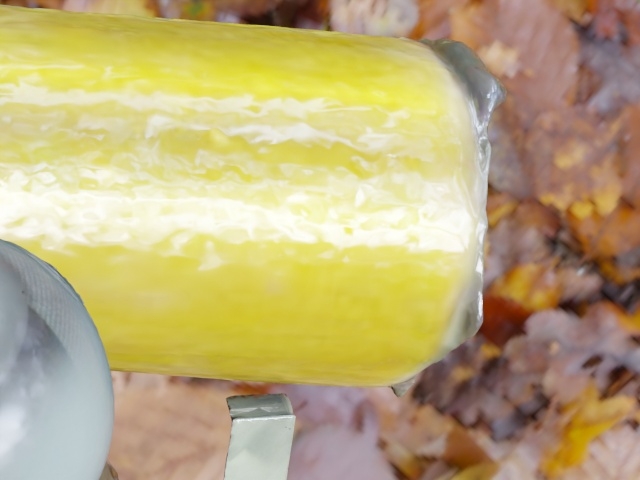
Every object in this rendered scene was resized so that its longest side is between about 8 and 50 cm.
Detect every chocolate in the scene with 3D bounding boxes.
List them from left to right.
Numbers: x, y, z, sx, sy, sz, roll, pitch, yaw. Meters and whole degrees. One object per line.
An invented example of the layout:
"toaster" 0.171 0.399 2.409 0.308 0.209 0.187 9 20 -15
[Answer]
"chocolate" -0.152 -0.034 0.686 0.445 0.162 0.162 5 62 -25

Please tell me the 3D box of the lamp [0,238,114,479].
"lamp" -0.110 0.046 0.506 0.105 0.105 0.105 7 62 -13

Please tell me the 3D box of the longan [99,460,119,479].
"longan" -0.360 0.310 1.614 0.391 0.391 0.391 7 62 -13

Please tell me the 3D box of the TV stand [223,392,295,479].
"TV stand" -0.044 0.190 0.899 0.036 0.249 0.042 0 28 -17
